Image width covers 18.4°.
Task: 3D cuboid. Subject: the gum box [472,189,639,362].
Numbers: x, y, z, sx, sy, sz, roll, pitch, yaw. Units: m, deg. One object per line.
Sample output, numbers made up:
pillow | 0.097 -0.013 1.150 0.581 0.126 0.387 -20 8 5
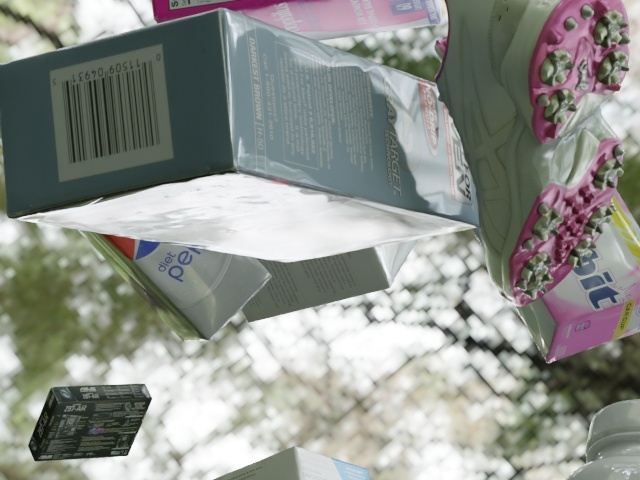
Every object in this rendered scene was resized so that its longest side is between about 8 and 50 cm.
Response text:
gum box | 0.197 -0.003 1.636 0.062 0.107 0.188 96 -28 -55

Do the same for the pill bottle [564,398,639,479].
pill bottle | 0.200 0.215 1.255 0.121 0.216 0.121 11 -33 7

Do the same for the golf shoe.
golf shoe | 0.148 -0.085 1.462 0.140 0.115 0.306 38 -35 33

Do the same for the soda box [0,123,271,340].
soda box | -0.182 -0.035 1.859 0.286 0.091 0.098 48 -16 -11

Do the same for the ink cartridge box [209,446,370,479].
ink cartridge box | -0.015 0.229 1.354 0.090 0.092 0.143 -25 -120 29

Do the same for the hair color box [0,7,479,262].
hair color box | -0.046 -0.065 1.445 0.185 0.374 0.114 -10 -100 28

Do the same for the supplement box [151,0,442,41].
supplement box | -0.021 -0.225 1.573 0.111 0.220 0.114 53 31 -75

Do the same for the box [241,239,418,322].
box | 0.000 0.000 2.031 0.170 0.130 0.091 -15 -70 26

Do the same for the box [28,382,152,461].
box | -0.181 0.143 1.557 0.018 0.083 0.067 58 -44 40
